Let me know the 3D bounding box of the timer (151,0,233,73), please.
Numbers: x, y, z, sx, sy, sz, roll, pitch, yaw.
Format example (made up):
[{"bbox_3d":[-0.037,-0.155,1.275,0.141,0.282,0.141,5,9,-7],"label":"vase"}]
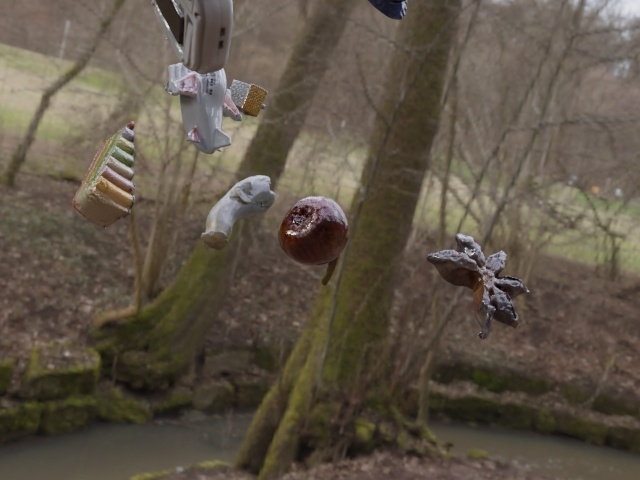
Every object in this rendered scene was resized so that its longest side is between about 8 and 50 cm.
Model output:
[{"bbox_3d":[-0.249,-0.457,1.713,0.087,0.237,0.262,-17,61,-24],"label":"timer"}]

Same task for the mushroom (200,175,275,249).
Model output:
[{"bbox_3d":[-0.197,-0.072,2.138,0.096,0.099,0.278,50,43,-5],"label":"mushroom"}]

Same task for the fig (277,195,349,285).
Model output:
[{"bbox_3d":[0.002,-0.007,2.216,0.175,0.175,0.207,20,-16,48],"label":"fig"}]

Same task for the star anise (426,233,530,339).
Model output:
[{"bbox_3d":[0.304,0.069,1.657,0.172,0.063,0.208,-16,65,-34],"label":"star anise"}]

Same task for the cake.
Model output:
[{"bbox_3d":[-0.436,-0.145,1.838,0.090,0.225,0.109,23,-41,-36],"label":"cake"}]

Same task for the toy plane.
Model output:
[{"bbox_3d":[-0.267,-0.320,2.100,0.118,0.252,0.252,-13,-8,27],"label":"toy plane"}]

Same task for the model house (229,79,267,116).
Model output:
[{"bbox_3d":[-0.207,-0.386,2.553,0.100,0.087,0.100,18,-11,5],"label":"model house"}]

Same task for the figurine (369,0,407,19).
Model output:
[{"bbox_3d":[0.137,-0.392,1.114,0.121,0.262,0.164,-15,66,-44],"label":"figurine"}]
